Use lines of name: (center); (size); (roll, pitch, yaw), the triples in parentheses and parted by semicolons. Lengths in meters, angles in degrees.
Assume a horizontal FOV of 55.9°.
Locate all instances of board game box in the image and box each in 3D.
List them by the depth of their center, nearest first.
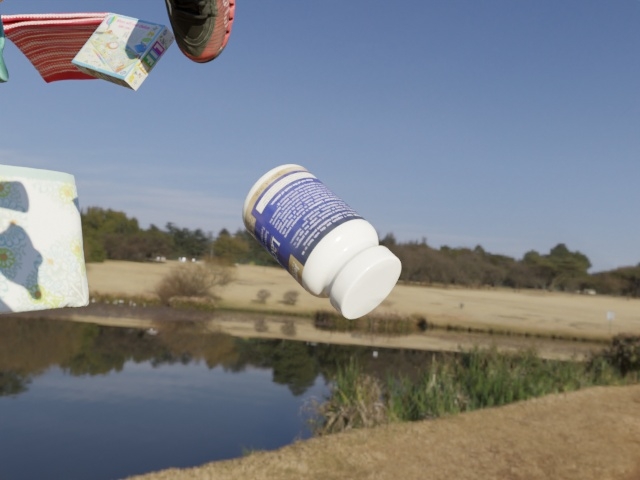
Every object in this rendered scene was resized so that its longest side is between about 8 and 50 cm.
board game box: (-0.301, -0.289, 0.916); (0.154, 0.103, 0.026); (25, -13, 36)

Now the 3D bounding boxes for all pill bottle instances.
pill bottle: (0.000, 0.000, 1.003); (0.264, 0.153, 0.153); (43, 17, 33)

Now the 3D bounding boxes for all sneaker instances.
sneaker: (-0.163, -0.342, 0.744); (0.097, 0.276, 0.135); (13, 40, 4)

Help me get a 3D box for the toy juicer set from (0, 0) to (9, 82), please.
toy juicer set: (-0.347, -0.257, 0.545); (0.089, 0.329, 0.209); (-17, -18, -6)

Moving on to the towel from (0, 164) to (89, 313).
towel: (-0.677, -0.002, 1.281); (0.090, 0.321, 0.374); (-9, -6, 33)

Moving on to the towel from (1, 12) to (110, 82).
towel: (-0.462, -0.357, 1.135); (0.198, 0.031, 0.275); (-6, -3, -9)
